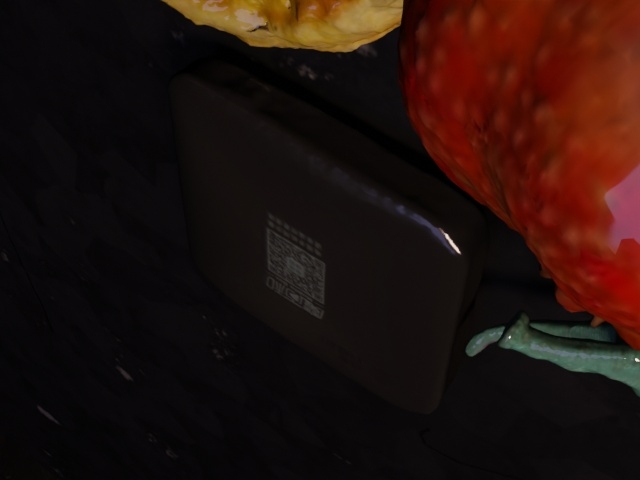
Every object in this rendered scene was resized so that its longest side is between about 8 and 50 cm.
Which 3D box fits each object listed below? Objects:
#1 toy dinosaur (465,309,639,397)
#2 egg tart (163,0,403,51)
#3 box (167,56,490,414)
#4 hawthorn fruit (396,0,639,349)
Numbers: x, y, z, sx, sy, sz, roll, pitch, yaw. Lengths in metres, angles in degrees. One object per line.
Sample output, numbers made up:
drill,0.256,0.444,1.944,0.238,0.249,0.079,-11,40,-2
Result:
toy dinosaur,0.293,0.081,0.719,0.331,0.129,0.383,30,152,3
egg tart,-0.038,-0.254,0.621,0.319,0.128,0.319,28,149,19
box,0.000,0.000,0.981,0.290,0.073,0.289,31,149,20
hawthorn fruit,0.201,-0.097,0.423,0.287,0.287,0.330,40,110,4
